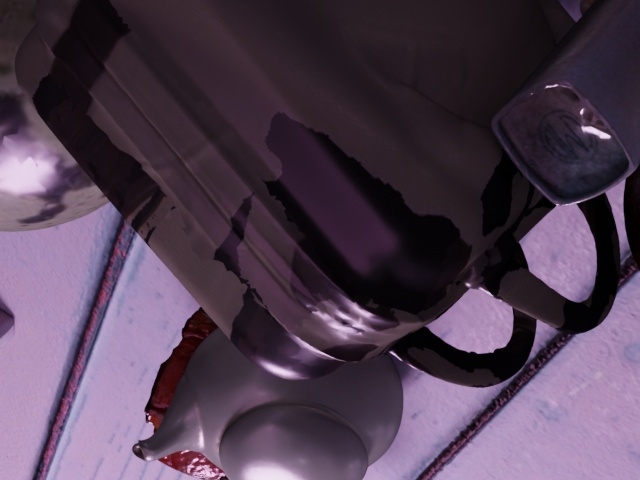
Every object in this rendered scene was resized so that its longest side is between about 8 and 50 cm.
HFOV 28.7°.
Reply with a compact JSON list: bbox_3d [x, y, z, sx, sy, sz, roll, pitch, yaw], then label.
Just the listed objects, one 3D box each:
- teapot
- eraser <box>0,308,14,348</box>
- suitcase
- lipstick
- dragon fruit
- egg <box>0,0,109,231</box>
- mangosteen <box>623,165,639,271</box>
[{"bbox_3d":[-0.003,0.198,1.185,0.220,0.149,0.318,-24,129,27],"label":"teapot"},{"bbox_3d":[-0.433,0.098,1.538,0.105,0.065,0.026,32,142,13],"label":"eraser"},{"bbox_3d":[0.043,-0.077,0.731,0.339,0.351,0.194,50,126,4],"label":"suitcase"},{"bbox_3d":[0.181,-0.116,0.662,0.077,0.253,0.079,48,143,-8],"label":"lipstick"},{"bbox_3d":[-0.096,0.159,1.270,0.127,0.120,0.161,15,131,22],"label":"dragon fruit"},{"bbox_3d":[-0.232,-0.157,0.949,0.287,0.287,0.379,44,154,-4],"label":"egg"},{"bbox_3d":[0.276,-0.015,0.723,0.210,0.210,0.210,23,138,22],"label":"mangosteen"}]
